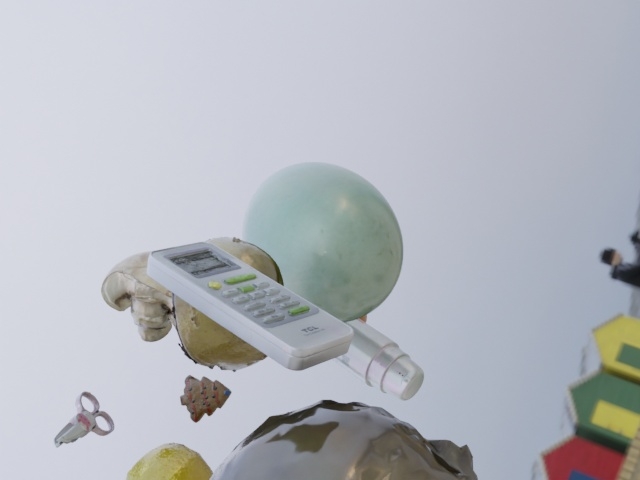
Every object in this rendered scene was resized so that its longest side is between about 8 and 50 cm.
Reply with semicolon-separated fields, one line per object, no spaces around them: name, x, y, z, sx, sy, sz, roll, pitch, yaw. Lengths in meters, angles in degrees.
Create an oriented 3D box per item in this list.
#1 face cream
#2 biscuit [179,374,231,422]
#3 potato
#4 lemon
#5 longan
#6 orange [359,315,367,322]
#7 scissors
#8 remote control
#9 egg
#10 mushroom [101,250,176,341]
face cream;0.061;0.202;1.805;0.102;0.345;0.102;-30;-44;-34
biscuit;-0.285;0.387;2.278;0.019;0.130;0.119;51;-154;-84
potato;-0.101;0.095;1.282;0.182;0.117;0.202;-27;-69;-48
lemon;-0.336;0.552;2.017;0.231;0.192;0.192;-46;-33;-39
longan;0.029;0.365;1.037;0.391;0.391;0.391;-46;-33;-43
orange;0.059;0.163;1.949;0.083;0.083;0.083;-46;-33;-43
scissors;-0.548;0.420;2.092;0.030;0.118;0.242;-38;-1;12
remote control;-0.083;0.068;1.032;0.103;0.250;0.034;-12;-58;-48
egg;0.000;0.000;1.655;0.276;0.389;0.276;-8;-68;-21
mushroom;-0.376;0.124;2.197;0.189;0.253;0.195;-47;-31;-45
